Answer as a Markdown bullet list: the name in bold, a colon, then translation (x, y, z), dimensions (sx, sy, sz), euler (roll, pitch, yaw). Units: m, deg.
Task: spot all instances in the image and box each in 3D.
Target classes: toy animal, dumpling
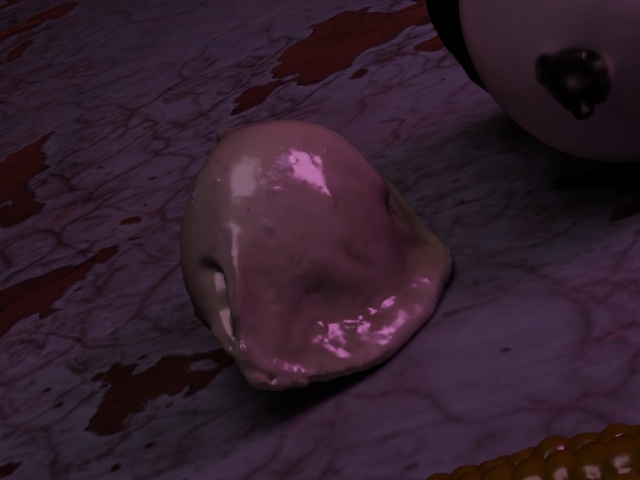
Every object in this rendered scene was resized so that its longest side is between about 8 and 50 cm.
- **toy animal**: translation (0.168, -0.139, 0.859), dimensions (0.187, 0.165, 0.235), euler (-7, 20, -7)
- **dumpling**: translation (0.000, 0.004, 0.801), dimensions (0.155, 0.181, 0.111), euler (3, -20, -14)

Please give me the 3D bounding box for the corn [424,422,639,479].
- **corn**: translation (0.119, 0.112, 0.421), dimensions (0.344, 0.131, 0.131), euler (-14, 25, 19)
